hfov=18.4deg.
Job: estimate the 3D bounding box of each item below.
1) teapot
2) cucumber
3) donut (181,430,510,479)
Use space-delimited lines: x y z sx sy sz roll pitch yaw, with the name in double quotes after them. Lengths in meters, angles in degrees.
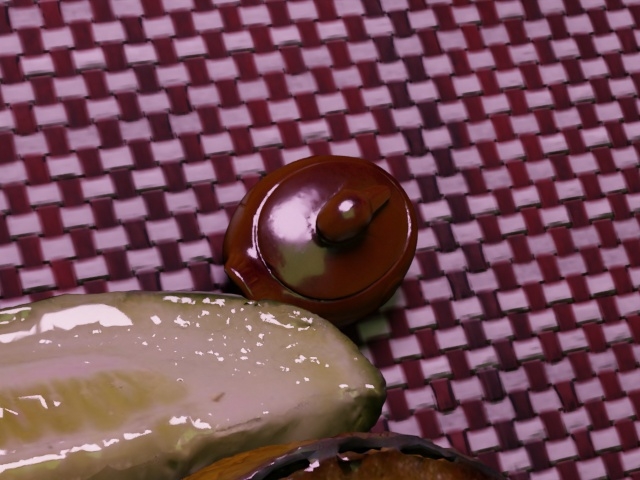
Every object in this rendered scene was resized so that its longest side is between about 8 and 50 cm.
0.000 0.000 1.104 0.129 0.078 0.098 -30 82 -28 "teapot"
-0.131 0.109 1.002 0.325 0.105 0.145 -14 48 -25 "cucumber"
-0.014 0.217 0.962 0.272 0.107 0.272 -2 95 -31 "donut"
